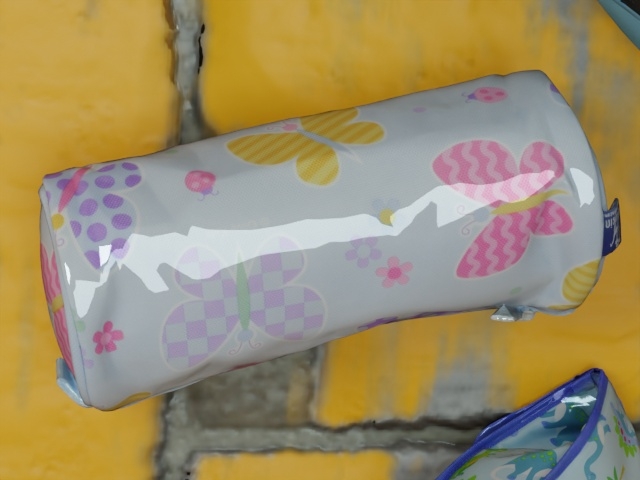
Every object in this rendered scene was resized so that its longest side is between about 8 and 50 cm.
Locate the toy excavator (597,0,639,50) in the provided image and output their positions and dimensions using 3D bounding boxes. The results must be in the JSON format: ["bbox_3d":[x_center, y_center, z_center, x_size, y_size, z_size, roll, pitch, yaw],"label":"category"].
[{"bbox_3d":[0.275,-0.099,0.847,0.222,0.433,0.445,-46,152,-2],"label":"toy excavator"}]

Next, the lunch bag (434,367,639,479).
[{"bbox_3d":[0.127,0.160,0.947,0.151,0.096,0.129,-39,111,-31],"label":"lunch bag"}]

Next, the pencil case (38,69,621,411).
[{"bbox_3d":[0.000,0.000,0.869,0.273,0.113,0.124,-11,126,-9],"label":"pencil case"}]
